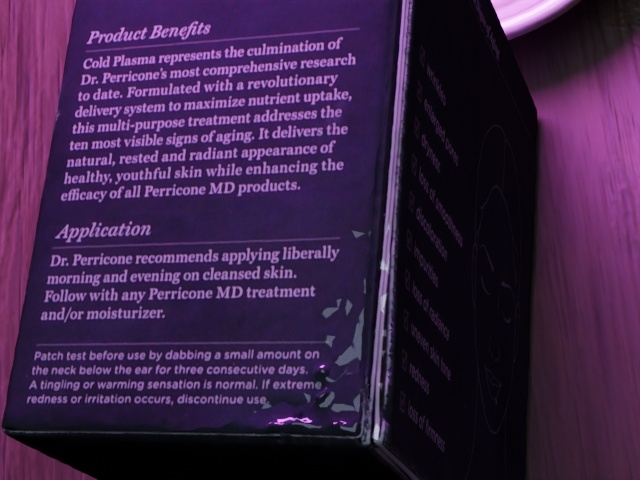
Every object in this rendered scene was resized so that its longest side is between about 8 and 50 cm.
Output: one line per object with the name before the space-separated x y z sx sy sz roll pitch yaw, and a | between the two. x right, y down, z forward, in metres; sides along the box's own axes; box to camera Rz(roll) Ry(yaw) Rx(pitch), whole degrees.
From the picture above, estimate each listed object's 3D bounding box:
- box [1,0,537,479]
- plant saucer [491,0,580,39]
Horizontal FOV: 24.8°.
box | 0.000 0.000 1.255 0.297 0.480 0.471 -1 68 20
plant saucer | 0.158 -0.363 1.566 0.401 0.100 0.400 -7 66 16
